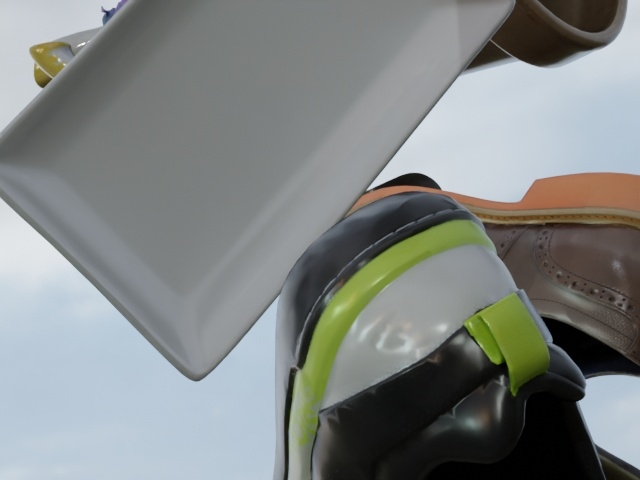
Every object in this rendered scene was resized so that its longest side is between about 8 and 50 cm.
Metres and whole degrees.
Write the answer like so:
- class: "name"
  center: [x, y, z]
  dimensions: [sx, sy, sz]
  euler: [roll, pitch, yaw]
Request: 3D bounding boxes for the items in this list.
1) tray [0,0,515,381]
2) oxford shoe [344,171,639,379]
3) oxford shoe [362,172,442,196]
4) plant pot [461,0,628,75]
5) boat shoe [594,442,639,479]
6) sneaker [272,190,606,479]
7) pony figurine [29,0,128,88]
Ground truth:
- class: "tray"
  center: [-0.030, -0.076, 0.812]
  dimensions: [0.145, 0.270, 0.030]
  euler: [46, -25, -15]
- class: "oxford shoe"
  center: [0.093, 0.045, 1.164]
  dimensions: [0.130, 0.133, 0.363]
  euler: [39, -31, -31]
- class: "oxford shoe"
  center: [0.000, 0.000, 1.383]
  dimensions: [0.212, 0.076, 0.076]
  euler: [-12, -7, -31]
- class: "plant pot"
  center: [0.104, -0.238, 1.487]
  dimensions: [0.229, 0.263, 0.263]
  euler: [-27, -28, 34]
- class: "boat shoe"
  center: [0.169, 0.155, 0.718]
  dimensions: [0.092, 0.285, 0.103]
  euler: [-64, -8, 17]
- class: "sneaker"
  center: [0.037, 0.089, 0.510]
  dimensions: [0.084, 0.097, 0.235]
  euler: [-32, -36, -18]
- class: "pony figurine"
  center: [-0.141, -0.292, 1.740]
  dimensions: [0.363, 0.351, 0.303]
  euler: [10, 6, 26]
